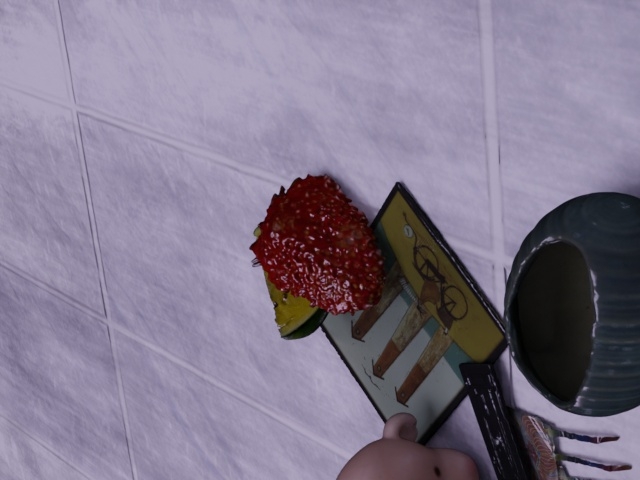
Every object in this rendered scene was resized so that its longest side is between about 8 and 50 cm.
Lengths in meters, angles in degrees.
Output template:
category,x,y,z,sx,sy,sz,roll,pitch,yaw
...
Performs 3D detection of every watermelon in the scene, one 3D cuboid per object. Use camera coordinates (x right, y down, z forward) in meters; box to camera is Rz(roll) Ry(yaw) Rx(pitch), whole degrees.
category,x,y,z,sx,sy,sz,roll,pitch,yaw
watermelon,-0.021,0.044,1.960,0.075,0.092,0.181,-55,37,41

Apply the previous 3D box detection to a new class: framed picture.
category,x,y,z,sx,sy,sz,roll,pitch,yaw
framed picture,0.109,0.110,1.885,0.244,0.013,0.324,56,144,20

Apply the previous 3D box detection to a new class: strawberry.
category,x,y,z,sx,sy,sz,roll,pitch,yaw
strawberry,-0.005,-0.002,1.874,0.208,0.087,0.167,20,88,44

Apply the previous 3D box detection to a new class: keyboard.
category,x,y,z,sx,sy,sz,roll,pitch,yaw
keyboard,0.218,0.242,1.782,0.061,0.013,0.204,-7,104,58

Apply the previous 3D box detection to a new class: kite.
category,x,y,z,sx,sy,sz,roll,pitch,yaw
kite,0.273,0.246,1.725,0.229,0.016,0.127,-7,105,57

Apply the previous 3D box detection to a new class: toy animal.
category,x,y,z,sx,sy,sz,roll,pitch,yaw
toy animal,0.106,0.367,1.870,0.230,0.210,0.221,30,139,-8

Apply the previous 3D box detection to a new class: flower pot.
category,x,y,z,sx,sy,sz,roll,pitch,yaw
flower pot,0.281,0.064,1.480,0.189,0.157,0.243,39,136,35
